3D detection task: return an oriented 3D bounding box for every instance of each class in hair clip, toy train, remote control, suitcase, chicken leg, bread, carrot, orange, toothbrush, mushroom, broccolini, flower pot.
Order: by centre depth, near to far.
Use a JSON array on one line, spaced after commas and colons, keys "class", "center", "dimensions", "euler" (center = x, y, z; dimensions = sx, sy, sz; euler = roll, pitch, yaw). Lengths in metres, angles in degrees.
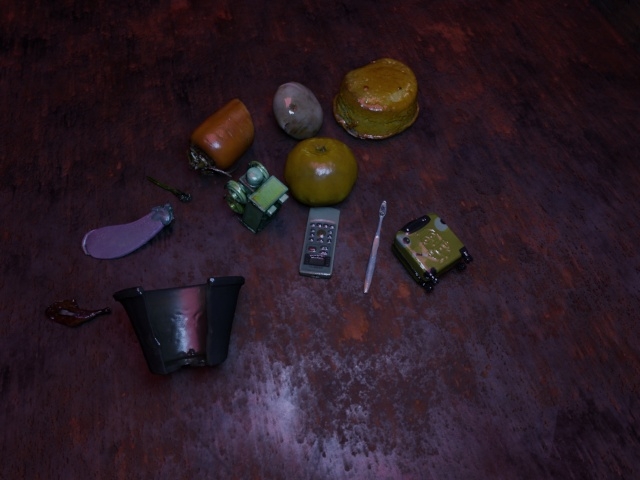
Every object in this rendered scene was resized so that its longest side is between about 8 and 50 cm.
[{"class": "flower pot", "center": [-0.405, 0.251, 1.231], "dimensions": [0.378, 0.379, 0.251], "euler": [-9, 85, -5]}, {"class": "chicken leg", "center": [-0.811, 0.241, 1.355], "dimensions": [0.204, 0.053, 0.093], "euler": [15, 50, 3]}, {"class": "suitcase", "center": [0.376, 0.038, 1.419], "dimensions": [0.193, 0.143, 0.235], "euler": [-30, 68, -14]}, {"class": "toy train", "center": [-0.229, -0.152, 1.446], "dimensions": [0.188, 0.272, 0.159], "euler": [42, 66, 0]}, {"class": "hair clip", "center": [-0.690, -0.024, 1.479], "dimensions": [0.358, 0.110, 0.095], "euler": [-25, 26, -8]}, {"class": "toothbrush", "center": [0.201, 0.019, 1.490], "dimensions": [0.028, 0.037, 0.376], "euler": [12, 66, 8]}, {"class": "remote control", "center": [0.000, 0.000, 1.491], "dimensions": [0.123, 0.038, 0.286], "euler": [8, 63, 4]}, {"class": "orange", "center": [0.001, -0.251, 1.513], "dimensions": [0.278, 0.235, 0.279], "euler": [0, 47, 0]}, {"class": "carrot", "center": [-0.398, -0.373, 1.591], "dimensions": [0.193, 0.214, 0.331], "euler": [18, 56, 40]}, {"class": "broccolini", "center": [-0.592, -0.208, 1.594], "dimensions": [0.218, 0.044, 0.042], "euler": [29, 82, 19]}, {"class": "mushroom", "center": [-0.100, -0.526, 1.667], "dimensions": [0.184, 0.255, 0.255], "euler": [-6, 57, 35]}, {"class": "bread", "center": [0.232, -0.597, 1.708], "dimensions": [0.358, 0.204, 0.337], "euler": [-31, 63, -13]}]
